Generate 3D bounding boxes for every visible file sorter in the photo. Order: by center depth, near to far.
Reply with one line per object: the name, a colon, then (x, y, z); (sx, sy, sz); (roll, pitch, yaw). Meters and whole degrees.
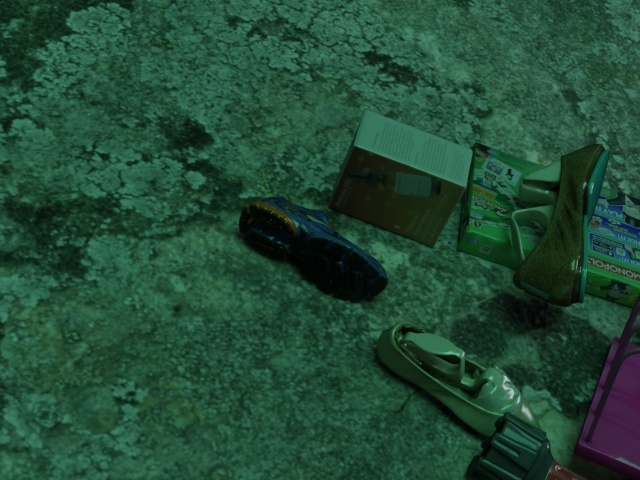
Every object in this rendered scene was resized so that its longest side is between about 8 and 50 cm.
file sorter: (0.478, 0.172, 1.620); (0.202, 0.182, 0.291); (22, 30, 12)

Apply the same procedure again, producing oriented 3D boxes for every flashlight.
flashlight: (0.339, 0.315, 1.526); (0.304, 0.103, 0.103); (32, 63, 5)

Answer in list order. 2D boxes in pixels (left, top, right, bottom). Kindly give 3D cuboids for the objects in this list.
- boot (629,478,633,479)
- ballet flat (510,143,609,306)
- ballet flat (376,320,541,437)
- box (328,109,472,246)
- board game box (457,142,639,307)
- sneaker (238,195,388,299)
boot: (0.481, 0.345, 1.599); (0.190, 0.069, 0.086); (25, 47, 15)
ballet flat: (0.344, -0.036, 1.834); (0.124, 0.116, 0.342); (9, 45, 13)
ballet flat: (0.186, 0.181, 1.616); (0.248, 0.086, 0.086); (30, 43, 7)
box: (0.116, -0.089, 1.820); (0.170, 0.130, 0.091); (20, 43, -3)
board game box: (0.371, -0.022, 1.926); (0.317, 0.046, 0.213); (19, 44, -5)
sneaker: (0.000, 0.000, 1.722); (0.221, 0.083, 0.087); (33, 35, 6)
